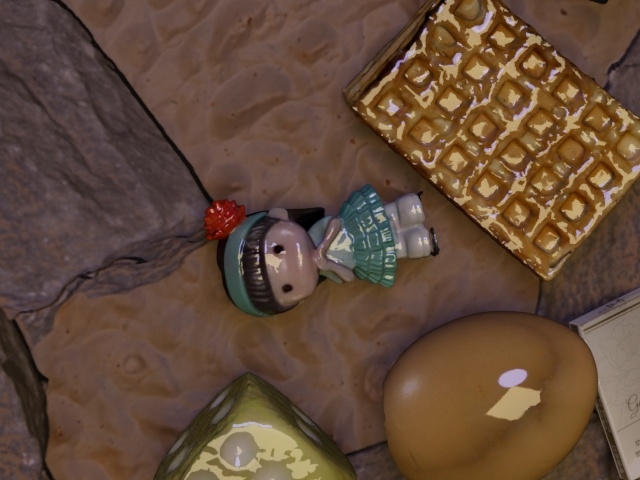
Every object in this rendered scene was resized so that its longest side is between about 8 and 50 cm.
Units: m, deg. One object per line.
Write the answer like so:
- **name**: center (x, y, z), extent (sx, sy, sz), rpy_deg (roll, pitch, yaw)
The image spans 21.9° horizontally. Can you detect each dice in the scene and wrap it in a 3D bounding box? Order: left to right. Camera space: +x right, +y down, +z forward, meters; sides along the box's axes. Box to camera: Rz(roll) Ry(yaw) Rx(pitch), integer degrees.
- **dice**: center (-0.072, 0.261, 1.817), extent (0.169, 0.169, 0.166), rpy_deg (42, 93, -8)

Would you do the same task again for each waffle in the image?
- **waffle**: center (0.200, -0.132, 1.826), extent (0.308, 0.091, 0.213), rpy_deg (40, 93, -9)

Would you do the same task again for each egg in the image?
- **egg**: center (0.189, 0.174, 1.802), extent (0.244, 0.201, 0.201), rpy_deg (-31, 100, 30)

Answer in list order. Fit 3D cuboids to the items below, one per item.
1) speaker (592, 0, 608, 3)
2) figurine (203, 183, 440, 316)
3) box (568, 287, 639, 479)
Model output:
- **speaker**: center (0.237, -0.411, 1.717), extent (0.232, 0.184, 0.254), rpy_deg (19, 109, -6)
- **figurine**: center (0.000, 0.000, 1.824), extent (0.245, 0.110, 0.138), rpy_deg (-13, 89, -5)
- **box**: center (0.362, 0.164, 1.892), extent (0.109, 0.029, 0.198), rpy_deg (-24, 101, -21)
